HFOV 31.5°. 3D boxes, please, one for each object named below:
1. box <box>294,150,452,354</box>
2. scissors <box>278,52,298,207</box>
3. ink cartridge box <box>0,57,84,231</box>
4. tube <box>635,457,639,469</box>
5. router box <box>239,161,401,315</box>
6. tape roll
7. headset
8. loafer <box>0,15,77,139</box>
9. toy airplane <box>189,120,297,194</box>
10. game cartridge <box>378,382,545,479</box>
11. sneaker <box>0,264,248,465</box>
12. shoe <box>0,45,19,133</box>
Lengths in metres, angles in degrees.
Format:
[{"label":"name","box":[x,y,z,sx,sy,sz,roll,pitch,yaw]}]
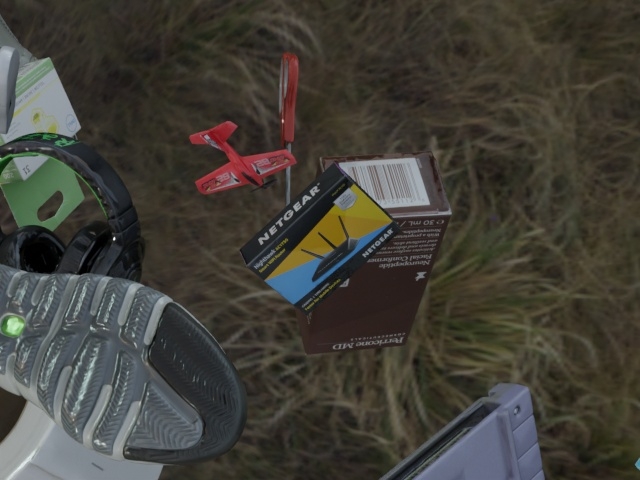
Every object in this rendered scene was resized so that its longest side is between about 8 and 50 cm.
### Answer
[{"label":"box","box":[0.073,0.029,1.877,0.191,0.381,0.143,-5,55,-12]},{"label":"scissors","box":[-0.049,-0.139,1.703,0.021,0.109,0.297,1,88,-12]},{"label":"ink cartridge box","box":[-0.411,-0.125,1.661,0.235,0.056,0.171,69,29,-25]},{"label":"tube","box":[0.535,0.360,1.580,0.207,0.052,0.080,39,35,14]},{"label":"router box","box":[0.000,0.000,1.525,0.179,0.046,0.133,-43,126,8]},{"label":"tape roll","box":[-0.322,0.230,1.323,0.169,0.246,0.246,42,74,-39]},{"label":"headset","box":[-0.359,0.056,1.530,0.185,0.243,0.394,-48,132,-58]},{"label":"loafer","box":[-0.481,-0.263,1.816,0.112,0.319,0.112,-8,49,7]},{"label":"toy airplane","box":[-0.113,-0.106,1.467,0.151,0.151,0.028,12,56,-19]},{"label":"game cartridge","box":[0.139,0.334,1.237,0.355,0.068,0.230,-29,109,-42]},{"label":"sneaker","box":[-0.120,0.067,0.633,0.229,0.132,0.086,19,80,25]},{"label":"shoe","box":[-0.402,-0.181,1.330,0.081,0.178,0.063,15,69,-12]}]
